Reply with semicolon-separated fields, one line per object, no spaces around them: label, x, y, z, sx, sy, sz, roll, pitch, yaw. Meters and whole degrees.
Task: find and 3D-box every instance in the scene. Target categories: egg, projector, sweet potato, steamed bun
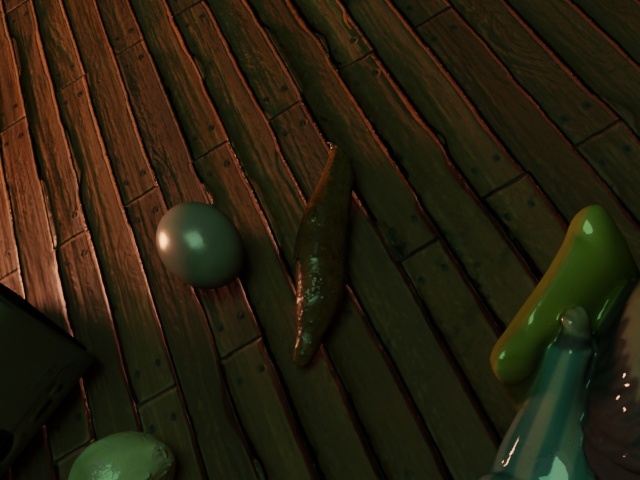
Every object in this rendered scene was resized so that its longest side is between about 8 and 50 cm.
egg;-0.155;0.006;1.039;0.103;0.103;0.135;-45;53;-6
projector;-0.478;0.156;1.005;0.248;0.248;0.249;26;74;35
sweet potato;0.000;0.000;0.992;0.066;0.072;0.314;-21;52;40
steamed bun;-0.233;0.274;0.914;0.112;0.091;0.130;16;68;34

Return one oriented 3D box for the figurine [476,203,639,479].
figurine;0.312;0.195;0.594;0.377;0.266;0.361;22;84;43
